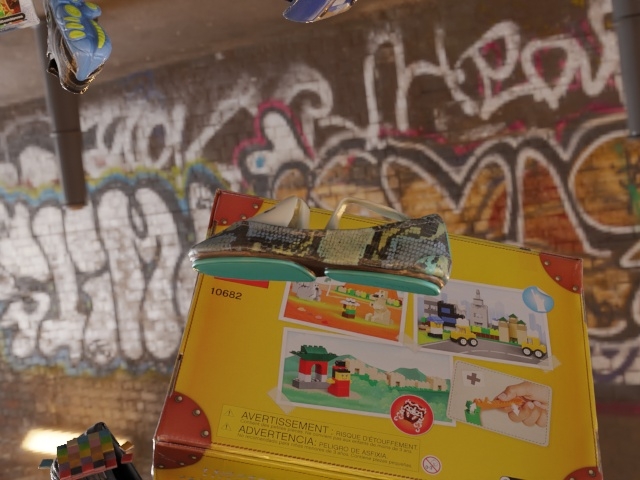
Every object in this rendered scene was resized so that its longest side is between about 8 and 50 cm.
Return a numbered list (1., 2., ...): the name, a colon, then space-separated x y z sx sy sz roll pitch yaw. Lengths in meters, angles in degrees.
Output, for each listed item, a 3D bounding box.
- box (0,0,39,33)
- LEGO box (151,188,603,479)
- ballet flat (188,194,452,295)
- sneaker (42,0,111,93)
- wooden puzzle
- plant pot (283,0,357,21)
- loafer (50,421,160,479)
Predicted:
1. box: -0.224 -0.138 0.439 0.137 0.094 0.027 -18 -157 -12
2. LEGO box: 0.072 0.171 1.093 0.500 0.372 0.193 11 140 -2
3. ballet flat: 0.000 0.000 0.612 0.188 0.070 0.070 5 -174 15
4. sneaker: -0.273 -0.218 0.940 0.067 0.078 0.188 17 -154 -32
5. wooden puzzle: -0.209 0.192 0.778 0.083 0.006 0.049 -14 -150 -15
6. plant pot: -0.007 -0.459 1.276 0.236 0.212 0.236 -44 -179 28
7. loafer: -0.182 0.275 0.871 0.223 0.078 0.076 41 179 25
